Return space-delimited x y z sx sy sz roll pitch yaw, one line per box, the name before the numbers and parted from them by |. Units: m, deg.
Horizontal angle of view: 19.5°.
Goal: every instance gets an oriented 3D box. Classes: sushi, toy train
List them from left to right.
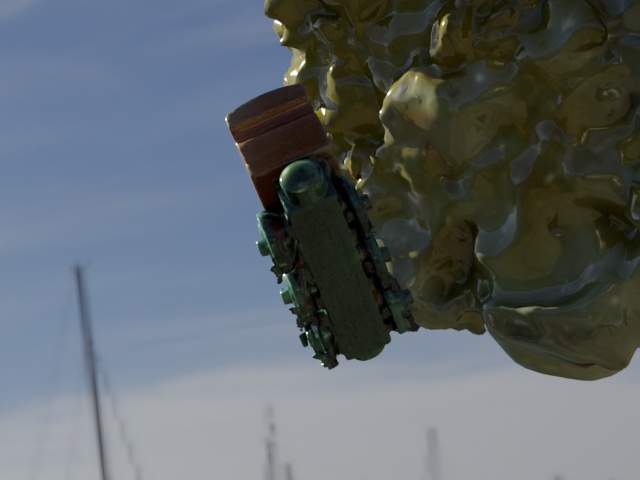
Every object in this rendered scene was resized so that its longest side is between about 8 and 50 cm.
toy train | 0.000 0.000 0.668 0.044 0.064 0.103 -25 -44 -3
sushi | 0.177 -0.079 1.045 0.396 0.240 0.351 4 18 28
